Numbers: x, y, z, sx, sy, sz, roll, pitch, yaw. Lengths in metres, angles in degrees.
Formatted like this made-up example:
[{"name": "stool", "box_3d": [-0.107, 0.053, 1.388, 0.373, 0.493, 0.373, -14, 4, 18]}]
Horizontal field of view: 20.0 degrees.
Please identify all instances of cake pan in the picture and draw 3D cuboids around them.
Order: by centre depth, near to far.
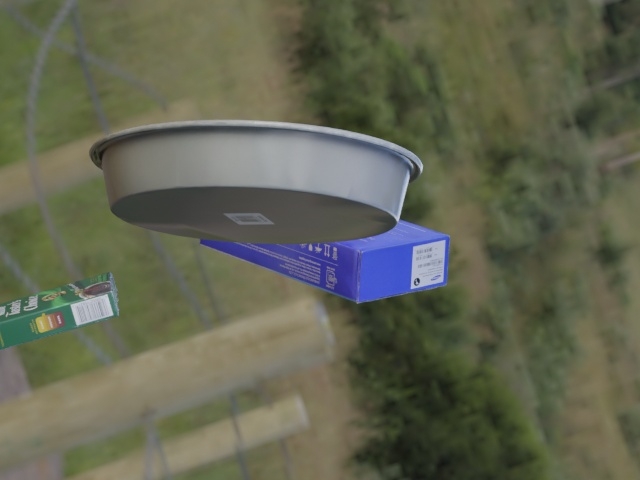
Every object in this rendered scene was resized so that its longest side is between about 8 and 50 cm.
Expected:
[{"name": "cake pan", "box_3d": [-0.057, -0.045, 1.593, 0.293, 0.293, 0.054, 59, 33, -78]}]

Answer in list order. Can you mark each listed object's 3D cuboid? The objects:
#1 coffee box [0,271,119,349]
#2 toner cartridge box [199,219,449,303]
[{"name": "coffee box", "box_3d": [-0.362, 0.096, 2.423, 0.113, 0.184, 0.040, -118, -168, -76]}, {"name": "toner cartridge box", "box_3d": [0.000, 0.000, 2.508, 0.348, 0.165, 0.075, 19, -69, 48]}]
